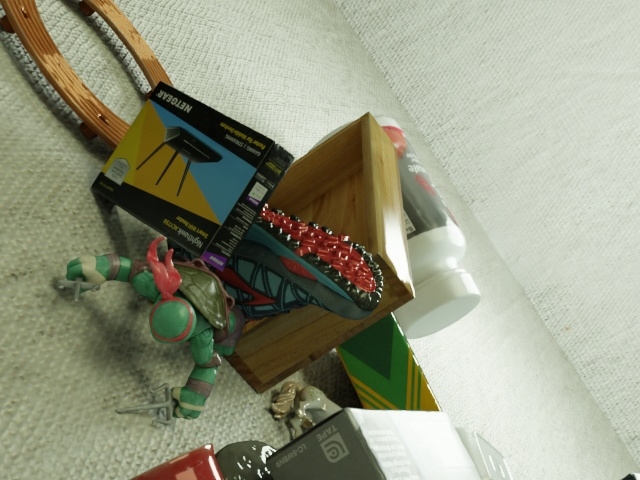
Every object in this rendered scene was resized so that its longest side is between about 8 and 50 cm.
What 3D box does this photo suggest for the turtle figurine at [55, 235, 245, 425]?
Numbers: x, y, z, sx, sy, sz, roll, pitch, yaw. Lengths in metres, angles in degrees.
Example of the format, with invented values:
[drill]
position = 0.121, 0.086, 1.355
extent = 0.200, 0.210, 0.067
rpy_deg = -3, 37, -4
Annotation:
[turtle figurine]
position = -0.133, 0.071, 1.094
extent = 0.175, 0.118, 0.234
rpy_deg = 62, 8, -1

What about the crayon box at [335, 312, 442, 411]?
[crayon box]
position = 0.110, 0.220, 1.467
extent = 0.322, 0.083, 0.203
rpy_deg = 65, 2, 27

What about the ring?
[ring]
position = -0.262, -0.208, 1.411
extent = 0.336, 0.032, 0.336
rpy_deg = 49, 18, -22

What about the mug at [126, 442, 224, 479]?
[mug]
position = -0.107, 0.252, 0.864
extent = 0.169, 0.150, 0.113
rpy_deg = 63, -28, 8

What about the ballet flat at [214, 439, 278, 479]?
[ballet flat]
position = -0.036, 0.236, 1.166
extent = 0.250, 0.058, 0.084
rpy_deg = 14, 45, -60

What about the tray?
[tray]
position = 0.000, 0.000, 1.446
extent = 0.076, 0.203, 0.411
rpy_deg = 51, 17, -21

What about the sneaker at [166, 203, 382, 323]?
[sneaker]
position = -0.050, 0.036, 1.239
extent = 0.262, 0.125, 0.104
rpy_deg = 25, 20, 33

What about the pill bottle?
[pill bottle]
position = 0.111, -0.017, 1.855
extent = 0.318, 0.176, 0.176
rpy_deg = 62, 17, 20

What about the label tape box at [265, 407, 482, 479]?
[label tape box]
position = 0.112, 0.320, 1.110
extent = 0.241, 0.106, 0.333
rpy_deg = 16, 42, -62

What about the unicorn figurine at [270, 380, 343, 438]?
[unicorn figurine]
position = 0.017, 0.208, 1.342
extent = 0.162, 0.060, 0.111
rpy_deg = 51, 16, -14

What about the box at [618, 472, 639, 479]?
[box]
position = 0.487, 0.581, 1.703
extent = 0.395, 0.212, 0.293
rpy_deg = 49, 17, -23

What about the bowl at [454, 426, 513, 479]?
[bowl]
position = 0.231, 0.335, 1.736
extent = 0.142, 0.053, 0.142
rpy_deg = 43, 22, -37

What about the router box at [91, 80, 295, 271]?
[router box]
position = -0.128, -0.066, 1.206
extent = 0.179, 0.133, 0.046
rpy_deg = 30, -4, 37
